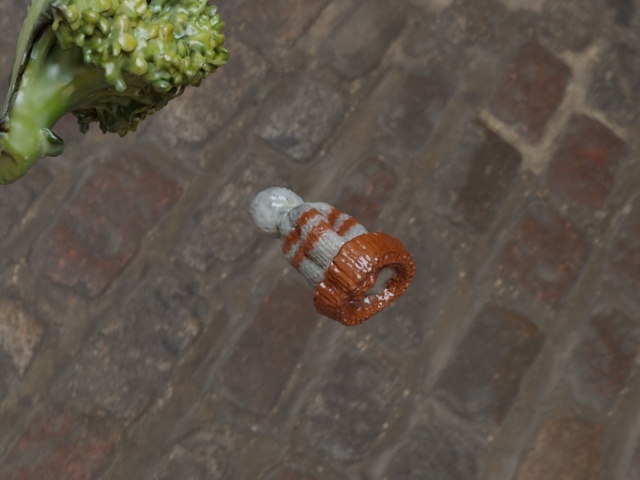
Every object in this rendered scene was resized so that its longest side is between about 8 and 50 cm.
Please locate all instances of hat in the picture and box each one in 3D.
[{"bbox_3d":[0.000,0.000,1.119,0.162,0.093,0.112,45,16,27],"label":"hat"}]

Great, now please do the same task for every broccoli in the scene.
[{"bbox_3d":[-0.187,-0.156,1.125,0.180,0.242,0.272,16,65,-18],"label":"broccoli"}]
